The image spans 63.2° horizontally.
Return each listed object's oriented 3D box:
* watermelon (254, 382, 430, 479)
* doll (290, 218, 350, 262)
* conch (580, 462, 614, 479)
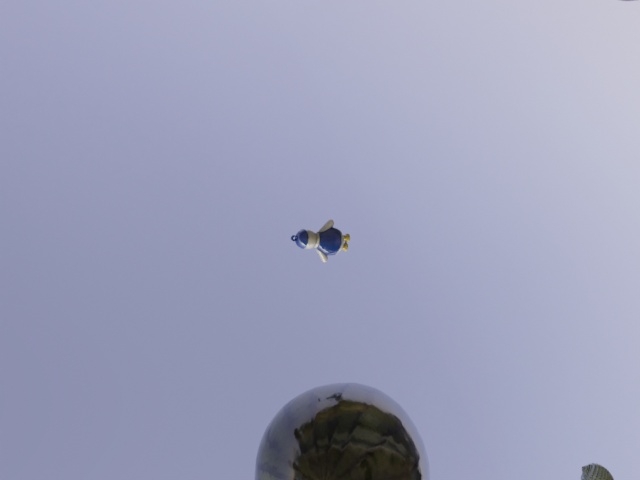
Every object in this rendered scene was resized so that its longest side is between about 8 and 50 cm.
[{"bbox_3d":[0.037,0.374,0.856,0.279,0.359,0.278,-2,-99,12],"label":"watermelon"},{"bbox_3d":[0.000,0.000,1.149,0.143,0.058,0.098,3,-79,-28],"label":"doll"},{"bbox_3d":[0.526,0.464,0.982,0.057,0.076,0.085,-27,-112,-6],"label":"conch"}]
